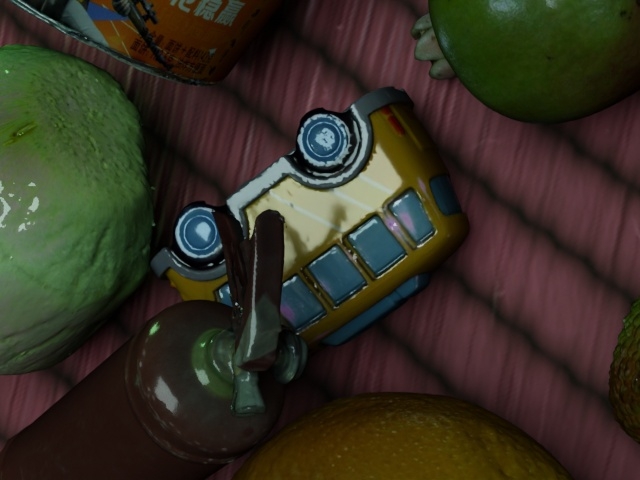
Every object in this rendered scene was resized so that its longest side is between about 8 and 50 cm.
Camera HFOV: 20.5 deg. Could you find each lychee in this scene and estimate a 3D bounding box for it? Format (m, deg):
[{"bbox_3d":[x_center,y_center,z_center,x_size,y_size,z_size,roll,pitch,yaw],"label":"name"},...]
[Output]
[{"bbox_3d":[0.238,0.089,1.129,0.114,0.114,0.146,-5,64,18],"label":"lychee"}]

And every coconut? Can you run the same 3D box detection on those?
[{"bbox_3d":[-0.225,-0.015,1.243,0.236,0.204,0.235,12,119,22],"label":"coconut"}]

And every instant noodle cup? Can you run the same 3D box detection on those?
[{"bbox_3d":[-0.110,-0.248,1.195,0.296,0.296,0.214,35,104,18],"label":"instant noodle cup"}]

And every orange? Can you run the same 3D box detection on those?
[{"bbox_3d":[0.059,0.218,1.107,0.264,0.264,0.264,-2,85,18],"label":"orange"}]

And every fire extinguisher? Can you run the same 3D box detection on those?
[{"bbox_3d":[-0.106,0.093,1.159,0.337,0.106,0.147,-39,55,47],"label":"fire extinguisher"}]

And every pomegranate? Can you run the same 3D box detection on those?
[{"bbox_3d":[0.137,-0.155,1.163,0.210,0.180,0.180,-21,78,45],"label":"pomegranate"}]

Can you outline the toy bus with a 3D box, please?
[{"bbox_3d":[0.000,0.000,1.210,0.209,0.126,0.136,-36,84,12],"label":"toy bus"}]
